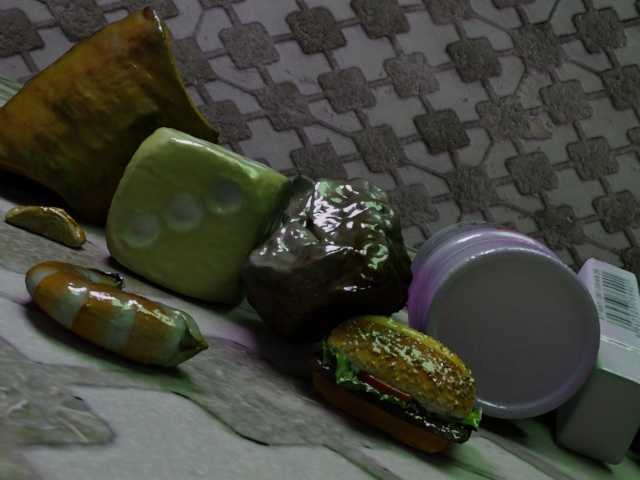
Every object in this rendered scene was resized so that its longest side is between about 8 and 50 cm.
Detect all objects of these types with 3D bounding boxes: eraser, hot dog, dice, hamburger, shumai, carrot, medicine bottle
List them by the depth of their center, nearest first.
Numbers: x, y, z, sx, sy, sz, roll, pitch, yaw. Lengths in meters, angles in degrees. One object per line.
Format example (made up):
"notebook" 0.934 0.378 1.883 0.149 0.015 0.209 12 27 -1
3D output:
"hamburger" 0.075 0.128 0.643 0.166 0.087 0.137 25 7 15
"shumai" -0.003 0.002 0.738 0.184 0.185 0.218 -17 -20 9
"hot dog" -0.306 -0.023 0.772 0.090 0.034 0.030 23 7 -8
"dice" -0.141 -0.030 0.824 0.169 0.166 0.169 23 7 2
"eraser" 0.369 0.146 0.905 0.086 0.130 0.287 19 28 10
"medicine bottle" 0.227 0.086 0.933 0.219 0.219 0.388 24 6 5
"carrot" -0.308 -0.143 0.957 0.241 0.341 0.241 54 2 -3

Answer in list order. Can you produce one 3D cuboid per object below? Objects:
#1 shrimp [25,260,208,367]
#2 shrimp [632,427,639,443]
"shrimp" -0.169 0.059 0.588 0.161 0.049 0.166 21 -1 -4
"shrimp" 0.461 0.260 0.997 0.233 0.079 0.090 27 11 -9
